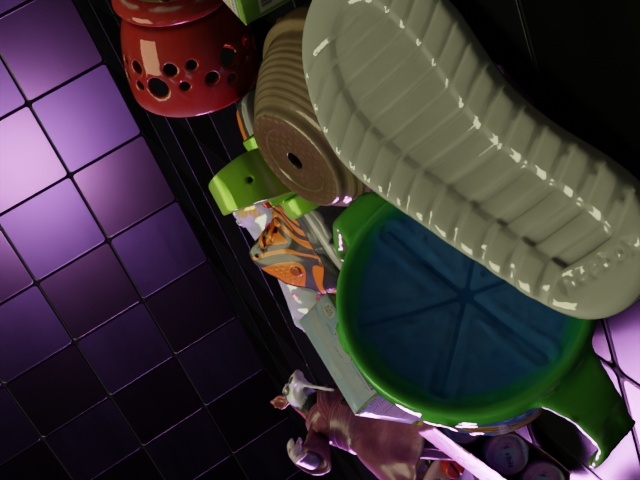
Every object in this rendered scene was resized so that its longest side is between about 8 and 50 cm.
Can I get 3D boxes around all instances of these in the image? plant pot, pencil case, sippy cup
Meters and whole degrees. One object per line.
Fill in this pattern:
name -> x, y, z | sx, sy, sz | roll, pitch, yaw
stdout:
plant pot -> 0.010, -0.113, 1.072 | 0.237, 0.110, 0.237 | 36, 154, 20
pencil case -> -0.039, 0.023, 1.763 | 0.273, 0.124, 0.113 | 61, 167, -17
plant pot -> -0.189, -0.294, 1.452 | 0.191, 0.191, 0.174 | 47, 155, 40
sippy cup -> 0.150, 0.086, 1.008 | 0.224, 0.240, 0.306 | 59, -162, -63

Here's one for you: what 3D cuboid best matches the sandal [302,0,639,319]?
sandal -> 0.126, -0.085, 0.897 | 0.102, 0.169, 0.416 | 5, -141, -52

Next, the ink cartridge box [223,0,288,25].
ink cartridge box -> -0.124, -0.394, 1.154 | 0.255, 0.097, 0.189 | 50, 165, 30

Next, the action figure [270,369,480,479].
action figure -> 0.079, 0.290, 1.704 | 0.370, 0.248, 0.275 | 13, 160, 44

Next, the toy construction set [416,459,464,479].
toy construction set -> 0.195, 0.520, 1.787 | 0.309, 0.237, 0.257 | 45, 162, 44

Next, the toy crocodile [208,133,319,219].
toy crocodile -> -0.041, -0.100, 1.283 | 0.115, 0.105, 0.340 | 58, -162, -10

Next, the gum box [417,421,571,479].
gum box -> 0.229, 0.280, 1.366 | 0.188, 0.062, 0.107 | 36, 165, 3

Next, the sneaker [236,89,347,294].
sneaker -> -0.058, -0.051, 1.504 | 0.180, 0.124, 0.321 | -24, 98, 45

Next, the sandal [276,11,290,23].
sandal -> 0.031, -0.221, 1.080 | 0.090, 0.060, 0.219 | 56, 154, -16

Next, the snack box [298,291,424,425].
snack box -> 0.090, 0.173, 1.485 | 0.207, 0.070, 0.174 | 17, -149, -49
